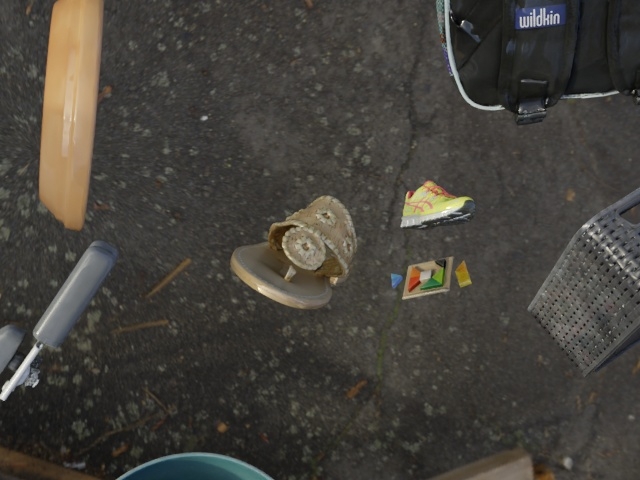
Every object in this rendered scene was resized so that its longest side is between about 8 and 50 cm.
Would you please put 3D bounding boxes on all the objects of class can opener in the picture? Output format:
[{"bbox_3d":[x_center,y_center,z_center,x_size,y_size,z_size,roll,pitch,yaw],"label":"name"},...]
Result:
[{"bbox_3d":[-0.400,0.115,0.978,0.093,0.074,0.280,38,96,-17],"label":"can opener"}]

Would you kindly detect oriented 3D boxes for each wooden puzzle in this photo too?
[{"bbox_3d":[0.146,0.048,0.909,0.116,0.079,0.014,-18,121,23],"label":"wooden puzzle"}]

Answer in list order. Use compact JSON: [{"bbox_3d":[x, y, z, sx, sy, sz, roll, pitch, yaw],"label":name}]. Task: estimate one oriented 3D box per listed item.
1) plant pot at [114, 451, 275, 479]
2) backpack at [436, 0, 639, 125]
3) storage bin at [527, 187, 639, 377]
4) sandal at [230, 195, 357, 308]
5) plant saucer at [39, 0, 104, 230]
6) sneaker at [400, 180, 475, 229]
[{"bbox_3d":[-0.159,0.414,0.773,0.290,0.195,0.290,8,59,-14],"label":"plant pot"},{"bbox_3d":[0.192,-0.247,0.498,0.225,0.191,0.254,-5,138,16],"label":"backpack"},{"bbox_3d":[0.272,0.033,0.585,0.122,0.180,0.084,-29,65,-15],"label":"storage bin"},{"bbox_3d":[-0.006,-0.003,0.585,0.088,0.240,0.079,28,97,10],"label":"sandal"},{"bbox_3d":[-0.203,-0.108,0.544,0.037,0.200,0.200,5,95,-20],"label":"plant saucer"},{"bbox_3d":[0.224,-0.075,1.320,0.081,0.208,0.094,5,84,-29],"label":"sneaker"}]
